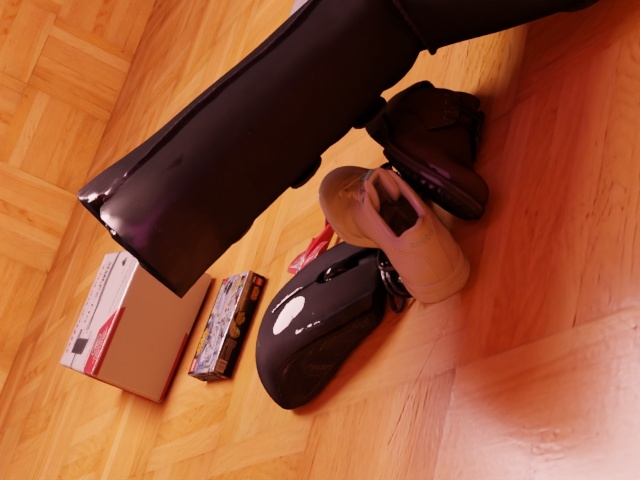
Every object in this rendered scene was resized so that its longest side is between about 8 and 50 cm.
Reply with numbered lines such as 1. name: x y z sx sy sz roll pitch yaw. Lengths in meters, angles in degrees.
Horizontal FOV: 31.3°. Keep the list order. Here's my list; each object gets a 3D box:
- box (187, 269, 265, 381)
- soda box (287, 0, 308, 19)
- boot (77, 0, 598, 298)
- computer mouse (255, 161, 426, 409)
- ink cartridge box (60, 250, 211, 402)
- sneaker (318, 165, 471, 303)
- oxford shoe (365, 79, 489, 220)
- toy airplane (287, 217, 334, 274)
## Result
1. box: -0.118 0.109 1.439 0.094 0.027 0.137 -17 50 63
2. soda box: 0.029 -0.392 1.613 0.074 0.069 0.216 -15 53 65
3. boot: 0.007 -0.131 0.967 0.445 0.146 0.367 -39 13 -9
4. computer mouse: 0.004 0.054 1.123 0.272 0.072 0.188 -53 23 29
5. ink cartridge box: -0.283 0.123 1.715 0.273 0.114 0.197 -7 60 68
6. sneaker: 0.053 -0.033 0.996 0.080 0.094 0.212 -39 37 -7
7. oxford shoe: 0.107 -0.094 1.031 0.096 0.083 0.227 -45 30 11
8. toy airplane: 0.000 0.000 1.264 0.151 0.028 0.151 -157 90 -80
